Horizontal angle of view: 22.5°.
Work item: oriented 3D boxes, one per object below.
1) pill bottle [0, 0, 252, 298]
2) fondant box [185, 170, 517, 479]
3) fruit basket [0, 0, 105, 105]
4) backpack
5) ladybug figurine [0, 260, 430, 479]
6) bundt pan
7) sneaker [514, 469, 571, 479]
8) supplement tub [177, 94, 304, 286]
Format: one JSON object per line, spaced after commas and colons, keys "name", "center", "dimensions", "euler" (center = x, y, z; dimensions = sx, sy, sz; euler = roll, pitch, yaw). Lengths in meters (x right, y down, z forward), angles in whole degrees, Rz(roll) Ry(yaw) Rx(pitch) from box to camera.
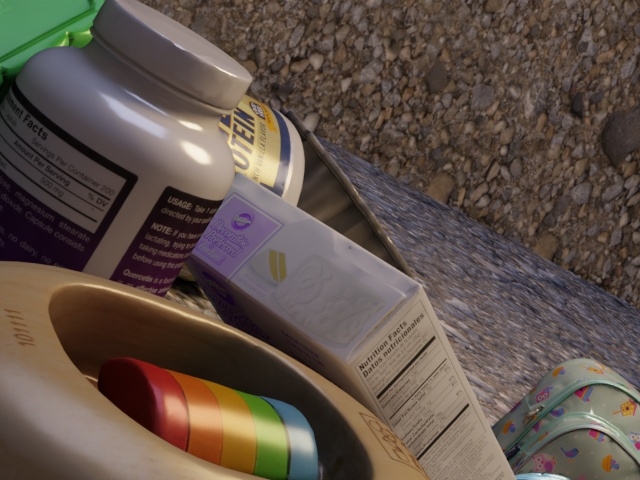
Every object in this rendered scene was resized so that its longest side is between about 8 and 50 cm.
{"name": "pill bottle", "center": [-0.186, -0.018, 1.224], "dimensions": [0.181, 0.323, 0.181], "euler": [31, 10, -6]}
{"name": "fondant box", "center": [0.028, 0.115, 1.426], "dimensions": [0.238, 0.096, 0.330], "euler": [33, -21, 40]}
{"name": "fruit basket", "center": [-0.401, -0.124, 1.330], "dimensions": [0.283, 0.392, 0.392], "euler": [52, 10, -3]}
{"name": "backpack", "center": [0.276, 0.229, 1.719], "dimensions": [0.166, 0.188, 0.144], "euler": [41, 1, -11]}
{"name": "ladybug figurine", "center": [-0.100, 0.161, 1.068], "dimensions": [0.449, 0.162, 0.305], "euler": [23, 18, -37]}
{"name": "bundt pan", "center": [0.000, 0.000, 2.023], "dimensions": [0.331, 0.124, 0.331], "euler": [55, -3, 4]}
{"name": "sneaker", "center": [0.252, 0.317, 1.518], "dimensions": [0.262, 0.104, 0.125], "euler": [36, 21, -16]}
{"name": "supplement tub", "center": [-0.201, -0.098, 1.819], "dimensions": [0.316, 0.228, 0.228], "euler": [25, 12, -32]}
